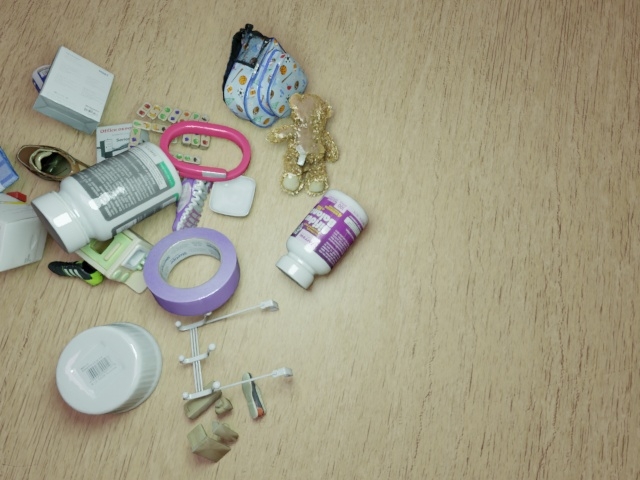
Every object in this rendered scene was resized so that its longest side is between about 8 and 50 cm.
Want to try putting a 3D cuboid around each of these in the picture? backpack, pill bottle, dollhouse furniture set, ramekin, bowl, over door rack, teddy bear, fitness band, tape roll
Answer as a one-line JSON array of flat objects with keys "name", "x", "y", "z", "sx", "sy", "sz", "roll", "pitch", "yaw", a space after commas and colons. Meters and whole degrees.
[{"name": "backpack", "x": -0.186, "y": -0.513, "z": 1.428, "sx": 0.213, "sy": 0.277, "sz": 0.263, "roll": 35, "pitch": 95, "yaw": 27}, {"name": "pill bottle", "x": 0.000, "y": 0.000, "z": 1.346, "sx": 0.169, "sy": 0.169, "sz": 0.301, "roll": 37, "pitch": 79, "yaw": 8}, {"name": "dollhouse furniture set", "x": -0.320, "y": 0.544, "z": 1.296, "sx": 0.144, "sy": 0.123, "sz": 0.151, "roll": -41, "pitch": 45, "yaw": -8}, {"name": "ramekin", "x": -0.634, "y": 0.382, "z": 1.282, "sx": 0.278, "sy": 0.135, "sz": 0.276, "roll": 0, "pitch": 77, "yaw": 1}, {"name": "bowl", "x": -0.293, "y": -0.147, "z": 1.443, "sx": 0.142, "sy": 0.053, "sz": 0.141, "roll": 11, "pitch": 77, "yaw": 2}, {"name": "pill bottle", "x": -0.611, "y": -0.127, "z": 1.253, "sx": 0.204, "sy": 0.204, "sz": 0.361, "roll": 46, "pitch": 57, "yaw": 10}, {"name": "over door rack", "x": -0.268, "y": 0.317, "z": 1.284, "sx": 0.325, "sy": 0.108, "sz": 0.239, "roll": -13, "pitch": 65, "yaw": -2}, {"name": "teddy bear", "x": -0.053, "y": -0.313, "z": 1.440, "sx": 0.245, "sy": 0.113, "sz": 0.337, "roll": -14, "pitch": 93, "yaw": -8}, {"name": "fitness band", "x": -0.377, "y": -0.296, "z": 1.418, "sx": 0.291, "sy": 0.054, "sz": 0.208, "roll": 8, "pitch": 61, "yaw": -11}, {"name": "tape roll", "x": -0.390, "y": 0.090, "z": 1.318, "sx": 0.275, "sy": 0.090, "sz": 0.274, "roll": 0, "pitch": 52, "yaw": 0}, {"name": "pill bottle", "x": -0.914, "y": -0.508, "z": 1.503, "sx": 0.112, "sy": 0.112, "sz": 0.186, "roll": -33, "pitch": 79, "yaw": -7}]

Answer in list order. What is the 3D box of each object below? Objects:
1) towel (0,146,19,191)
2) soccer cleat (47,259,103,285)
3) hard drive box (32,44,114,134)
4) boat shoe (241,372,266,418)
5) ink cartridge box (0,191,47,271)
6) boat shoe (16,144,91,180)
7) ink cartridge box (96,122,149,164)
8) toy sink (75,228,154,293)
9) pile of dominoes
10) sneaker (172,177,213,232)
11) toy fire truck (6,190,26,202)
[{"name": "towel", "x": -1.174, "y": -0.205, "z": 1.428, "sx": 0.285, "sy": 0.034, "sz": 0.209, "roll": -35, "pitch": 82, "yaw": -3}, {"name": "soccer cleat", "x": -0.786, "y": 0.089, "z": 1.381, "sx": 0.179, "sy": 0.060, "sz": 0.072, "roll": 17, "pitch": 119, "yaw": 0}, {"name": "hard drive box", "x": -0.818, "y": -0.501, "z": 1.435, "sx": 0.181, "sy": 0.089, "sz": 0.232, "roll": 25, "pitch": 52, "yaw": -37}, {"name": "boat shoe", "x": -0.202, "y": 0.467, "z": 1.306, "sx": 0.043, "sy": 0.049, "sz": 0.136, "roll": -5, "pitch": 69, "yaw": -44}, {"name": "ink cartridge box", "x": -1.015, "y": -0.037, "z": 1.339, "sx": 0.233, "sy": 0.168, "sz": 0.171, "roll": 22, "pitch": 106, "yaw": 6}, {"name": "boat shoe", "x": -0.890, "y": -0.260, "z": 1.424, "sx": 0.324, "sy": 0.120, "sz": 0.122, "roll": 19, "pitch": 79, "yaw": 17}, {"name": "ink cartridge box", "x": -0.670, "y": -0.285, "z": 1.461, "sx": 0.153, "sy": 0.087, "sz": 0.208, "roll": -8, "pitch": 76, "yaw": -2}, {"name": "toy sink", "x": -0.634, "y": 0.040, "z": 1.363, "sx": 0.234, "sy": 0.131, "sz": 0.152, "roll": 36, "pitch": 80, "yaw": 8}, {"name": "pile of dominoes", "x": -0.505, "y": -0.373, "z": 1.456, "sx": 0.251, "sy": 0.040, "sz": 0.195, "roll": 8, "pitch": 75, "yaw": -22}, {"name": "sneaker", "x": -0.446, "y": -0.130, "z": 1.426, "sx": 0.105, "sy": 0.095, "sz": 0.236, "roll": 14, "pitch": 72, "yaw": 9}, {"name": "toy fire truck", "x": -1.114, "y": -0.176, "z": 1.462, "sx": 0.192, "sy": 0.047, "sz": 0.135, "roll": -12, "pitch": 79, "yaw": -1}]
